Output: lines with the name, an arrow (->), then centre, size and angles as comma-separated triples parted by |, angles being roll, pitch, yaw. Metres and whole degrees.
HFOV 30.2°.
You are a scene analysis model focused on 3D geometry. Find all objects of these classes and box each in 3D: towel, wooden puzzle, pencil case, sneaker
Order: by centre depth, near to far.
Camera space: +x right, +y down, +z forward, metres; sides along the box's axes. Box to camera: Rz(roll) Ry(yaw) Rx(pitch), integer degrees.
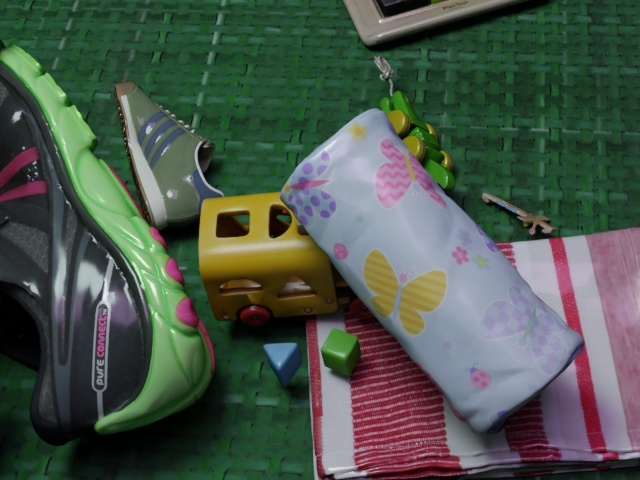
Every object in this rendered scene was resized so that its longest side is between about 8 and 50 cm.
pencil case -> 0.090, 0.022, 0.958 | 0.273, 0.113, 0.124 | 49, 35, 5
towel -> 0.151, 0.096, 1.046 | 0.329, 0.037, 0.237 | -5, 52, 2
sneaker -> -0.281, -0.016, 1.082 | 0.202, 0.185, 0.483 | -29, 53, -14
sneaker -> -0.150, -0.089, 1.201 | 0.086, 0.064, 0.192 | -12, 53, -12
wooden puzzle -> 0.119, -0.334, 1.362 | 0.221, 0.044, 0.238 | -17, 54, -7

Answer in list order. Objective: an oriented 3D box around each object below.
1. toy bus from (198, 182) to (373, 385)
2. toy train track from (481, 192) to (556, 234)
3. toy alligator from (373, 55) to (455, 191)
toy bus -> -0.012, 0.005, 1.056 | 0.191, 0.104, 0.202 | 33, 64, 30
toy train track -> 0.189, -0.023, 1.141 | 0.083, 0.014, 0.048 | 32, 22, 35
toy alligator -> 0.080, -0.108, 1.197 | 0.051, 0.056, 0.189 | -44, 51, 24
